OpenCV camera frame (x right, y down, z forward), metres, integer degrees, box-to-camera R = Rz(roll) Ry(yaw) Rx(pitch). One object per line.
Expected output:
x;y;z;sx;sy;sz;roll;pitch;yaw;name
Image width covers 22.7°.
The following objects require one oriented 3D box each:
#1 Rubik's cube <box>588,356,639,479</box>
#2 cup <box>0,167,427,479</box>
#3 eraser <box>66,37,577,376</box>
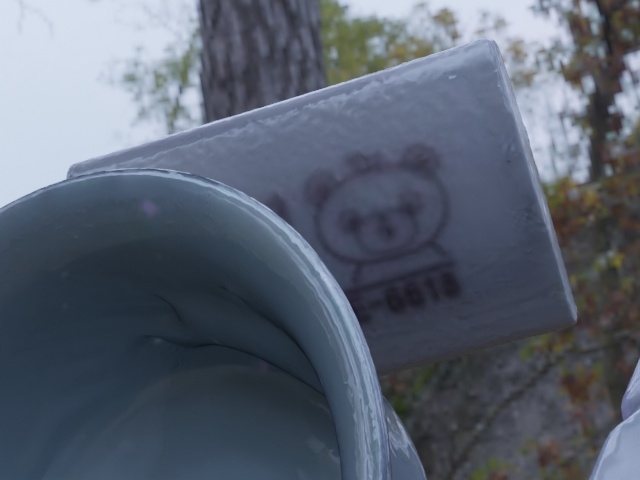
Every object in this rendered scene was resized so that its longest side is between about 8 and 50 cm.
0.307;0.060;0.427;0.316;0.319;0.322;34;-18;-25;Rubik's cube
-0.082;0.156;0.737;0.347;0.347;0.163;-21;-33;25;cup
0.000;0.000;0.951;0.270;0.174;0.095;-16;3;12;eraser
